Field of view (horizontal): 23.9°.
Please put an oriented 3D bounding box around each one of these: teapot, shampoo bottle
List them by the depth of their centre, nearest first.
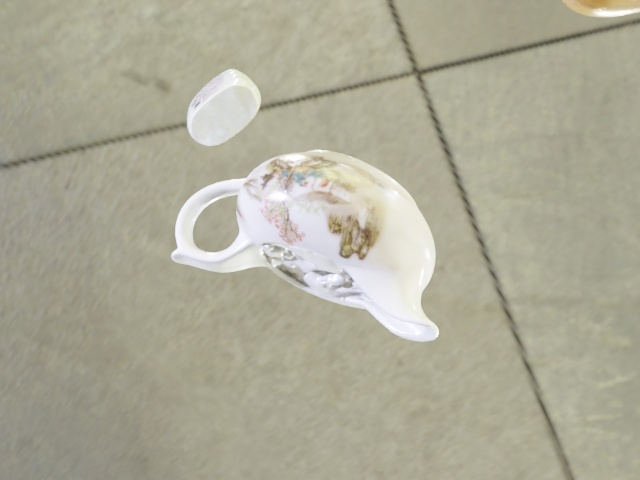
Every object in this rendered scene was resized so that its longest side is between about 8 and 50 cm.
[{"bbox_3d":[-0.094,-0.134,1.457,0.077,0.152,0.045,-39,106,6],"label":"shampoo bottle"},{"bbox_3d":[0.000,0.000,1.489,0.298,0.204,0.139,16,71,27],"label":"teapot"}]

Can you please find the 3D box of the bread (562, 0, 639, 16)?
[{"bbox_3d":[0.269,-0.253,1.270,0.189,0.077,0.114,-28,100,-8],"label":"bread"}]
